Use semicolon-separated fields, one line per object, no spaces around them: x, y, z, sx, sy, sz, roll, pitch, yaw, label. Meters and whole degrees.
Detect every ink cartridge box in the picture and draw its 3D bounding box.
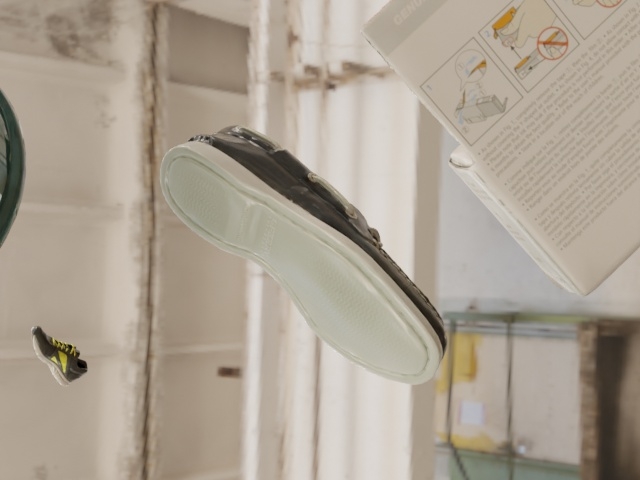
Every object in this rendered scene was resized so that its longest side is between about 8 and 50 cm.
0.192;-0.140;0.822;0.275;0.060;0.239;-43;-77;-3;ink cartridge box

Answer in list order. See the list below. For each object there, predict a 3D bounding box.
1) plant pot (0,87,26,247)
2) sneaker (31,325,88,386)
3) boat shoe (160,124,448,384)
-0.425;-0.126;0.904;0.334;0.341;0.341;87;-153;-60;plant pot
-0.268;0.113;1.261;0.031;0.035;0.083;-111;-4;-49;sneaker
0.000;0.000;1.055;0.302;0.114;0.091;42;-135;13;boat shoe
